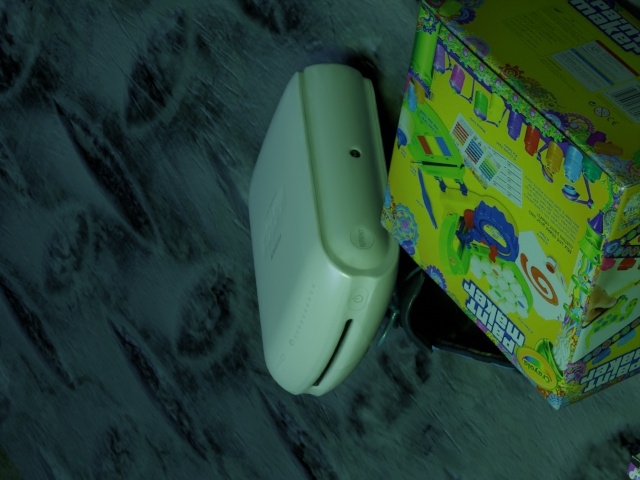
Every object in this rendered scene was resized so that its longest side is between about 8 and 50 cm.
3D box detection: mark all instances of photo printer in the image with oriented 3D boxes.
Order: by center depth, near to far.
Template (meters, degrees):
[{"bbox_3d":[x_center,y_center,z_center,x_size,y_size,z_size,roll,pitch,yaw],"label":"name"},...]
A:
[{"bbox_3d":[0.000,0.000,1.965,0.256,0.107,0.307,115,154,-51],"label":"photo printer"}]

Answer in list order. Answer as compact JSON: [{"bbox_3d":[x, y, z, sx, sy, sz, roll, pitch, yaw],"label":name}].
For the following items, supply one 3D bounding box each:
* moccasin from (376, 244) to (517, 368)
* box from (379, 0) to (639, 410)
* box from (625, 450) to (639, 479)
[{"bbox_3d":[0.130,0.057,1.944,0.342,0.117,0.137,9,120,51],"label":"moccasin"},{"bbox_3d":[0.221,-0.056,1.658,0.290,0.177,0.279,48,145,34],"label":"box"},{"bbox_3d":[0.343,0.252,1.797,0.029,0.116,0.162,40,140,33],"label":"box"}]
